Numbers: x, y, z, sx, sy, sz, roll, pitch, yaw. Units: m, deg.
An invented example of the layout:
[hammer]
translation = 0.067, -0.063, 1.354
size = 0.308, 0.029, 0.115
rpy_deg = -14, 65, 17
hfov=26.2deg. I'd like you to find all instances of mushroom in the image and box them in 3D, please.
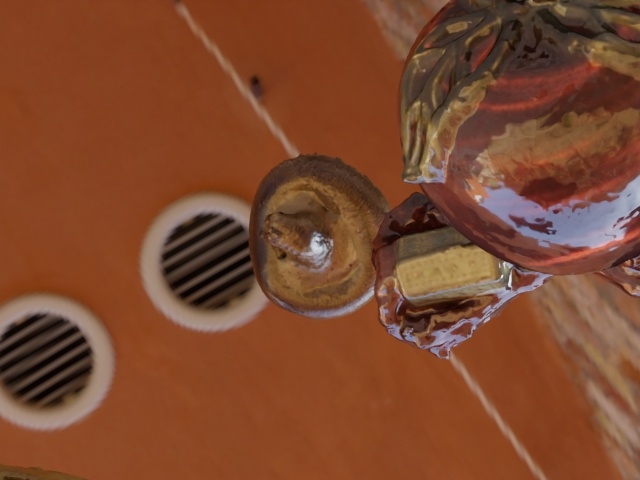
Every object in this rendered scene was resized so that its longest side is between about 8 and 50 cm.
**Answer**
[mushroom]
translation = -0.002, -0.003, 1.035
size = 0.109, 0.126, 0.085
rpy_deg = 6, -164, -25

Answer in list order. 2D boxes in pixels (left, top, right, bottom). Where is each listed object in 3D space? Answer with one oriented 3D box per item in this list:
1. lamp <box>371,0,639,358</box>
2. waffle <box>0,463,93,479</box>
[lamp]
translation = 0.104, -0.040, 0.669
size = 0.215, 0.223, 0.151
rpy_deg = -8, -159, 22
[waffle]
translation = -0.194, 0.343, 1.034
size = 0.224, 0.328, 0.098
rpy_deg = 9, -173, 15
